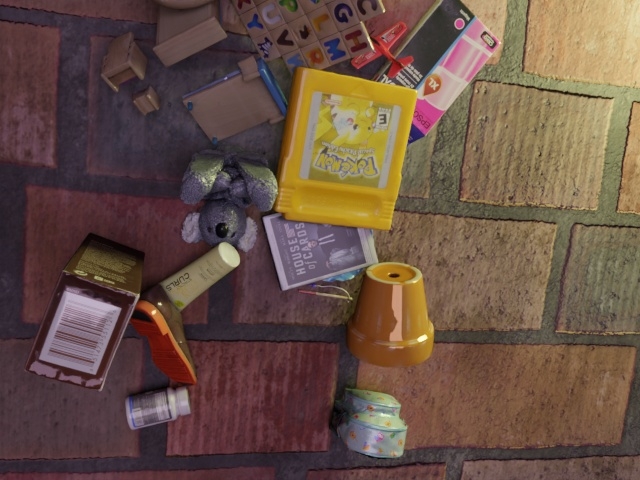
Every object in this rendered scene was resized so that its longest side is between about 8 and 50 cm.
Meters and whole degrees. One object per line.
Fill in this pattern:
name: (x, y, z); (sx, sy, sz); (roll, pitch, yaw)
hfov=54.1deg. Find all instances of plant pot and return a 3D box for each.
plant pot: (0.164, 0.159, 1.446); (0.205, 0.205, 0.187); (-3, 111, -13)

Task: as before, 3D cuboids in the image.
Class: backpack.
backpack: (0.123, 0.442, 1.511); (0.166, 0.188, 0.144); (14, 96, -15)

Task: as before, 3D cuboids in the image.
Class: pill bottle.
pill bottle: (-0.371, 0.381, 1.441); (0.137, 0.078, 0.078); (-11, 102, -12)

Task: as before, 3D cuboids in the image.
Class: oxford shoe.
oxford shoe: (-0.330, 0.218, 1.409); (0.097, 0.098, 0.271); (1, 128, 23)

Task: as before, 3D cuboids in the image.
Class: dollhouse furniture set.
dollhouse furniture set: (-0.252, -0.355, 1.347); (0.287, 0.198, 0.303); (-22, 137, 13)

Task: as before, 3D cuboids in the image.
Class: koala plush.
koala plush: (-0.205, -0.077, 1.368); (0.196, 0.203, 0.221); (5, 120, -11)

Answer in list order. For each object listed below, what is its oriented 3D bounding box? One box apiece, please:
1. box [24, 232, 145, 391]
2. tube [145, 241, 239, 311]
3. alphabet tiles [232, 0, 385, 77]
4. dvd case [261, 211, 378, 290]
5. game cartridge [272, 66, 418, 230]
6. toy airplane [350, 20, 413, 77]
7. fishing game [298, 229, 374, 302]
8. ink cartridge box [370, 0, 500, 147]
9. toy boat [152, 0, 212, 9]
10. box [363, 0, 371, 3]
box: (-0.441, 0.123, 1.221); (0.143, 0.381, 0.191); (21, 95, -18)
tube: (-0.279, 0.089, 1.384); (0.240, 0.062, 0.070); (-33, 68, 28)
alphabet tiles: (-0.041, -0.479, 1.250); (0.011, 0.343, 0.285); (-46, 117, -38)
dvd case: (0.000, 0.000, 1.451); (0.239, 0.029, 0.179); (-16, 95, -12)
game cartridge: (0.054, -0.191, 1.371); (0.285, 0.053, 0.323); (5, 102, -22)
toy airplane: (0.149, -0.422, 1.405); (0.151, 0.151, 0.028); (-45, 150, -2)
fishing game: (0.042, 0.015, 1.494); (0.189, 0.041, 0.264); (11, 97, -12)
ink cartridge box: (0.236, -0.377, 1.461); (0.176, 0.069, 0.371); (39, 92, -16)
toy boat: (-0.247, -0.589, 1.187); (0.268, 0.148, 0.318); (-21, 61, 14)
box: (0.079, -0.634, 1.270); (0.290, 0.177, 0.279); (-40, 107, -25)
